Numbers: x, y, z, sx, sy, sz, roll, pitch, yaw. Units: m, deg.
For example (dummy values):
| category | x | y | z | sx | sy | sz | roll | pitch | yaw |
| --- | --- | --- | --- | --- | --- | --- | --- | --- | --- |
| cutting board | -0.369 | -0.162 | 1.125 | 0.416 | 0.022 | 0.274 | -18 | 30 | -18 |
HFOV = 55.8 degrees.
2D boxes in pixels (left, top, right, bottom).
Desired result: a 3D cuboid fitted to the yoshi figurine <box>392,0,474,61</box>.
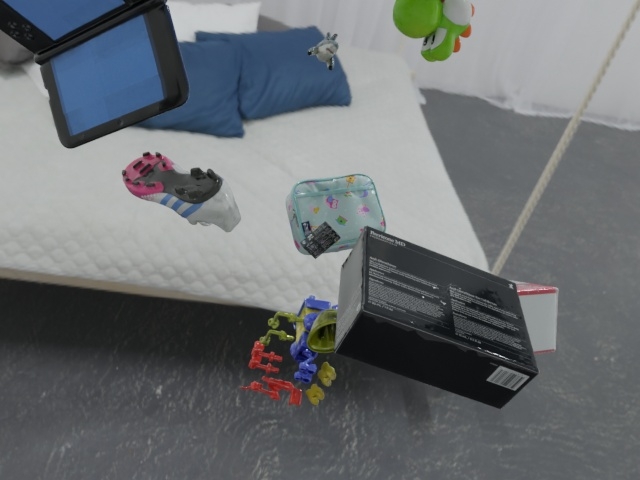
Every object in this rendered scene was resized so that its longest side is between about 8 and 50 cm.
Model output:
| category | x | y | z | sx | sy | sz | roll | pitch | yaw |
| --- | --- | --- | --- | --- | --- | --- | --- | --- | --- |
| yoshi figurine | 0.264 | -0.587 | 1.331 | 0.203 | 0.361 | 0.203 | 14 | 4 | 9 |

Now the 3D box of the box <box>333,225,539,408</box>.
| category | x | y | z | sx | sy | sz | roll | pitch | yaw |
| --- | --- | --- | --- | --- | --- | --- | --- | --- | --- |
| box | 0.161 | 0.108 | 0.875 | 0.261 | 0.103 | 0.184 | 21 | 39 | -10 |

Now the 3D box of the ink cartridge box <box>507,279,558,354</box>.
| category | x | y | z | sx | sy | sz | roll | pitch | yaw |
| --- | --- | --- | --- | --- | --- | --- | --- | --- | --- |
| ink cartridge box | 0.349 | 0.178 | 1.522 | 0.280 | 0.160 | 0.385 | -2 | 4 | -25 |

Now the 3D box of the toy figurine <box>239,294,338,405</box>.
| category | x | y | z | sx | sy | sz | roll | pitch | yaw |
| --- | --- | --- | --- | --- | --- | --- | --- | --- | --- |
| toy figurine | -0.044 | 0.191 | 1.367 | 0.192 | 0.362 | 0.217 | 15 | 46 | -7 |

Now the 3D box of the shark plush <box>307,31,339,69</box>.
| category | x | y | z | sx | sy | sz | roll | pitch | yaw |
| --- | --- | --- | --- | --- | --- | --- | --- | --- | --- |
| shark plush | 0.026 | -0.476 | 1.484 | 0.073 | 0.067 | 0.161 | 37 | 29 | -7 |

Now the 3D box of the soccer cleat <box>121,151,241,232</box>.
| category | x | y | z | sx | sy | sz | roll | pitch | yaw |
| --- | --- | --- | --- | --- | --- | --- | --- | --- | --- |
| soccer cleat | -0.301 | -0.093 | 1.288 | 0.331 | 0.143 | 0.116 | 19 | 59 | 40 |

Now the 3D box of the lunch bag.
| category | x | y | z | sx | sy | sz | roll | pitch | yaw |
| --- | --- | --- | --- | --- | --- | --- | --- | --- | --- |
| lunch bag | 0.040 | -0.082 | 1.768 | 0.279 | 0.108 | 0.223 | -9 | 78 | -20 |

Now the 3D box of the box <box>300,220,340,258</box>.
| category | x | y | z | sx | sy | sz | roll | pitch | yaw |
| --- | --- | --- | --- | --- | --- | --- | --- | --- | --- |
| box | 0.000 | 0.000 | 1.466 | 0.067 | 0.083 | 0.018 | 44 | 7 | -49 |

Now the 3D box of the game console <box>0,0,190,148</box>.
| category | x | y | z | sx | sy | sz | roll | pitch | yaw |
| --- | --- | --- | --- | --- | --- | --- | --- | --- | --- |
| game console | -0.379 | -0.304 | 0.925 | 0.293 | 0.250 | 0.173 | -14 | 61 | 26 |
